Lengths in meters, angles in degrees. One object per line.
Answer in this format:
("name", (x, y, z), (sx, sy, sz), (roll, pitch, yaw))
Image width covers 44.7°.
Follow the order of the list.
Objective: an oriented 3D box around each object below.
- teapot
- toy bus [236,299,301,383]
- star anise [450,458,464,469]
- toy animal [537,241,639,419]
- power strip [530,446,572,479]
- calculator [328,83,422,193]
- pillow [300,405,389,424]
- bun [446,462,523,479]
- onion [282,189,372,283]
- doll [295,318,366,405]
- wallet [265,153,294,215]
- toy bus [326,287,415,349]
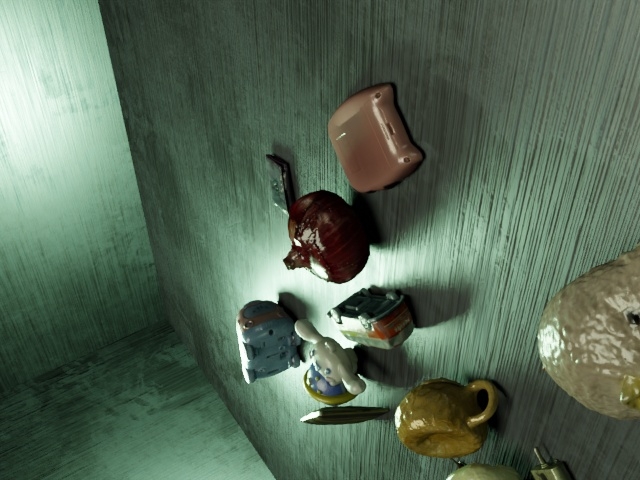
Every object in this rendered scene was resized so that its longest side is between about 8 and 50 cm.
("teapot", (0.281, 0.379, 1.752), (0.311, 0.203, 0.167), (-39, 32, 45))
("toy bus", (-0.196, 0.328, 2.671), (0.294, 0.197, 0.232), (91, 157, -47))
("star anise", (0.375, 0.590, 1.880), (0.140, 0.144, 0.158), (7, 141, 10))
("toy animal", (0.440, 0.154, 1.149), (0.227, 0.188, 0.358), (65, 158, 17))
("power strip", (0.501, 0.539, 1.572), (0.268, 0.034, 0.092), (62, 157, 8))
("calculator", (0.101, -0.209, 1.699), (0.220, 0.048, 0.329), (65, 159, -1))
("pillow", (0.067, 0.509, 2.267), (0.212, 0.208, 0.052), (131, 136, -64))
("bun", (0.383, 0.593, 1.718), (0.229, 0.145, 0.230), (20, 116, 49))
("onion", (0.000, 0.000, 1.895), (0.252, 0.219, 0.252), (53, 163, 24))
("doll", (0.060, 0.380, 2.226), (0.311, 0.159, 0.243), (33, 126, 53))
("wallet", (-0.115, -0.159, 2.221), (0.111, 0.030, 0.166), (41, 145, 53))
("toy bus", (0.131, 0.197, 1.941), (0.120, 0.121, 0.265), (62, 157, -12))
